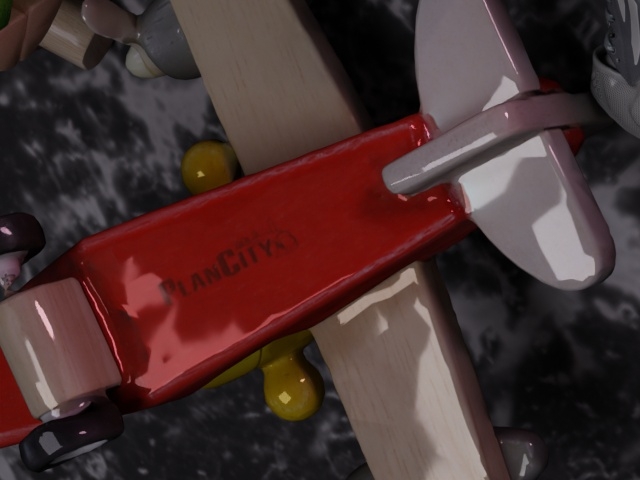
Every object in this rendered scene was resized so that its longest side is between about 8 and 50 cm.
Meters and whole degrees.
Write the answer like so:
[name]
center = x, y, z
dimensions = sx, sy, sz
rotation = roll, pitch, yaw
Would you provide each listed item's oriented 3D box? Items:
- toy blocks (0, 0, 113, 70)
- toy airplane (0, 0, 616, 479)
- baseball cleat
[toy blocks]
center = -0.282, -0.206, 1.187
dimensions = 0.260, 0.288, 0.309
rotation = 29, 133, 12
[toy airplane]
center = 0.000, 0.000, 1.154
dimensions = 0.384, 0.272, 0.386
rotation = 20, 91, 14
[baseball cleat]
center = 0.168, -0.128, 1.045
dimensions = 0.109, 0.072, 0.206
rotation = -26, 95, 50
